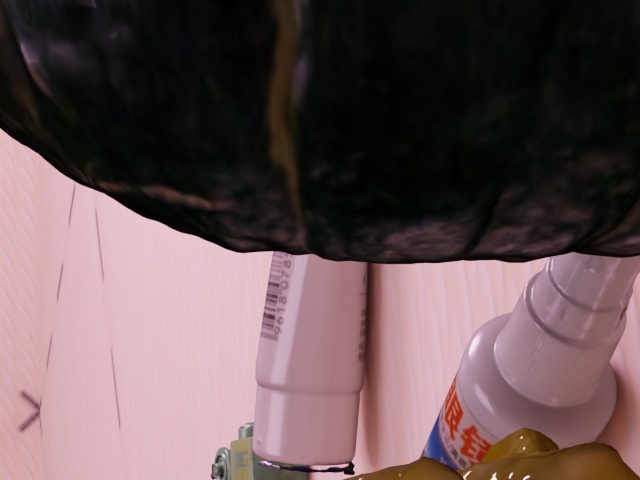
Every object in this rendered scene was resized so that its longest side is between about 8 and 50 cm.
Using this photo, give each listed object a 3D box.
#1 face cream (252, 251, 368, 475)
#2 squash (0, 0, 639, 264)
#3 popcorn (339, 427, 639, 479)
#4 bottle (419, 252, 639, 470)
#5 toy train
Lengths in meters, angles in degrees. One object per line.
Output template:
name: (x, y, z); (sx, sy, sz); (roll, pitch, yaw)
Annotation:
face cream: (0.000, 0.000, 0.843); (0.092, 0.058, 0.243); (-169, 84, -79)
squash: (0.020, -0.088, 0.411); (0.252, 0.252, 0.165); (-127, 34, -64)
popcorn: (0.058, 0.148, 0.363); (0.235, 0.217, 0.181); (65, 150, 30)
bottle: (0.074, 0.065, 0.580); (0.217, 0.060, 0.060); (109, 155, -46)
toy train: (-0.035, 0.173, 0.982); (0.081, 0.050, 0.122); (153, 116, -64)
